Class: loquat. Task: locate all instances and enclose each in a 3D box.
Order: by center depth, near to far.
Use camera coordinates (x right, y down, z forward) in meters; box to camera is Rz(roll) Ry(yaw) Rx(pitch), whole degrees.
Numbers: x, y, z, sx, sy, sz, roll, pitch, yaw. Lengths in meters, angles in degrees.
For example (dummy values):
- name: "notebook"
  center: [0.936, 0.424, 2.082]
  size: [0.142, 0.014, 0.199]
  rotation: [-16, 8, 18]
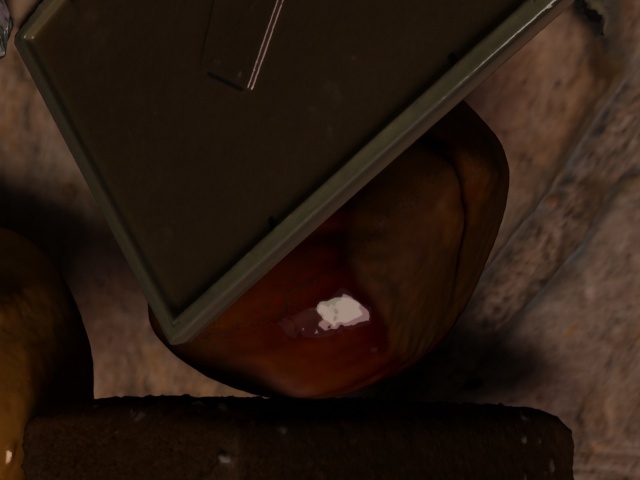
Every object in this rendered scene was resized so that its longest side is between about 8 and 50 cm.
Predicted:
- name: "loquat"
  center: [-0.235, 0.102, 0.982]
  size: [0.193, 0.238, 0.238]
  rotation: [15, 134, -19]

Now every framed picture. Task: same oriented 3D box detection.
- name: "framed picture"
  center: [-0.033, -0.111, 0.796]
  size: [0.289, 0.211, 0.020]
  rotation: [-42, 159, 32]

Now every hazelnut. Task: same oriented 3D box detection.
- name: "hazelnut"
  center: [-0.001, -0.003, 0.918]
  size: [0.181, 0.212, 0.181]
  rotation: [23, 127, 22]

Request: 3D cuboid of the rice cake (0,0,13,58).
- name: "rice cake"
  center: [-0.277, -0.121, 0.869]
  size: [0.211, 0.034, 0.043]
  rotation: [-2, 146, -6]

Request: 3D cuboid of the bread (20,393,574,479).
- name: "bread"
  center: [0.007, 0.155, 1.017]
  size: [0.165, 0.113, 0.417]
  rotation: [1, 176, 35]
